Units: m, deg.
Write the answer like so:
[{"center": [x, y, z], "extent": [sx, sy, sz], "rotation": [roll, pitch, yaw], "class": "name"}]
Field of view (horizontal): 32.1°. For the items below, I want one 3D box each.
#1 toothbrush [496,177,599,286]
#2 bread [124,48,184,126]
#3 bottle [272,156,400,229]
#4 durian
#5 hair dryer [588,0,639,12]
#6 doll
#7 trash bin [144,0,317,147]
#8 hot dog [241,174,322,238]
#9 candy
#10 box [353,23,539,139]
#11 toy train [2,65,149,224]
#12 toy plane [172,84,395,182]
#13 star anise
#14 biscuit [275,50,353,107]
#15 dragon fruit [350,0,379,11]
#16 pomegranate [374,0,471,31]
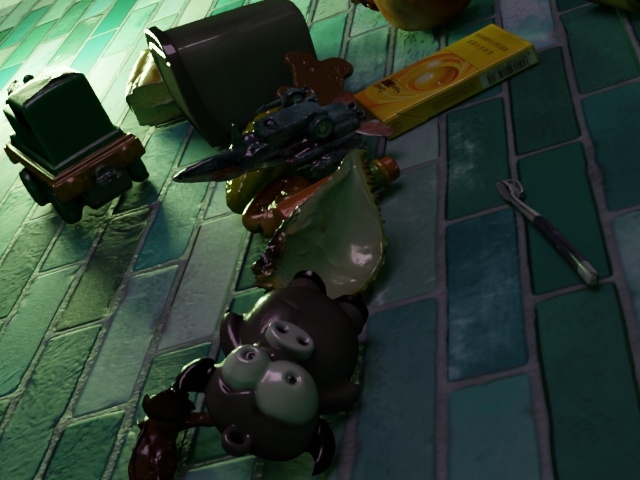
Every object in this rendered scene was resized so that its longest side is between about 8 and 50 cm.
[{"center": [0.268, -0.015, 1.317], "extent": [0.026, 0.024, 0.288], "rotation": [-13, 26, -6], "class": "toothbrush"}, {"center": [-0.252, -0.334, 2.199], "extent": [0.239, 0.111, 0.246], "rotation": [-19, 28, 14], "class": "bread"}, {"center": [0.027, -0.061, 1.543], "extent": [0.187, 0.069, 0.069], "rotation": [-31, 28, -14], "class": "bottle"}, {"center": [0.000, 0.000, 1.385], "extent": [0.252, 0.139, 0.144], "rotation": [-41, 27, -27], "class": "durian"}, {"center": [0.563, -0.452, 1.784], "extent": [0.279, 0.090, 0.135], "rotation": [-26, 26, -14], "class": "hair dryer"}, {"center": [-0.035, 0.135, 1.182], "extent": [0.182, 0.117, 0.257], "rotation": [28, 35, 9], "class": "doll"}, {"center": [-0.148, -0.310, 1.971], "extent": [0.250, 0.219, 0.220], "rotation": [-24, 28, -11], "class": "trash bin"}, {"center": [-0.052, -0.052, 1.609], "extent": [0.090, 0.060, 0.140], "rotation": [2, 44, 35], "class": "hot dog"}, {"center": [-0.092, -0.116, 1.714], "extent": [0.106, 0.094, 0.199], "rotation": [-1, 41, 28], "class": "candy"}, {"center": [0.195, -0.258, 1.778], "extent": [0.269, 0.043, 0.152], "rotation": [-27, 28, -6], "class": "box"}, {"center": [-0.455, -0.185, 1.955], "extent": [0.178, 0.249, 0.429], "rotation": [-35, 29, -17], "class": "toy train"}, {"center": [-0.064, -0.147, 1.622], "extent": [0.326, 0.104, 0.223], "rotation": [-15, 40, -25], "class": "toy plane"}, {"center": [-0.137, 0.212, 1.230], "extent": [0.158, 0.144, 0.140], "rotation": [-102, 34, -69], "class": "star anise"}, {"center": [-0.008, -0.234, 1.846], "extent": [0.138, 0.031, 0.205], "rotation": [8, 48, -11], "class": "biscuit"}, {"center": [0.113, -0.491, 2.218], "extent": [0.162, 0.083, 0.106], "rotation": [-10, 5, -34], "class": "dragon fruit"}, {"center": [0.182, -0.485, 2.009], "extent": [0.209, 0.209, 0.209], "rotation": [-19, 28, 11], "class": "pomegranate"}]
